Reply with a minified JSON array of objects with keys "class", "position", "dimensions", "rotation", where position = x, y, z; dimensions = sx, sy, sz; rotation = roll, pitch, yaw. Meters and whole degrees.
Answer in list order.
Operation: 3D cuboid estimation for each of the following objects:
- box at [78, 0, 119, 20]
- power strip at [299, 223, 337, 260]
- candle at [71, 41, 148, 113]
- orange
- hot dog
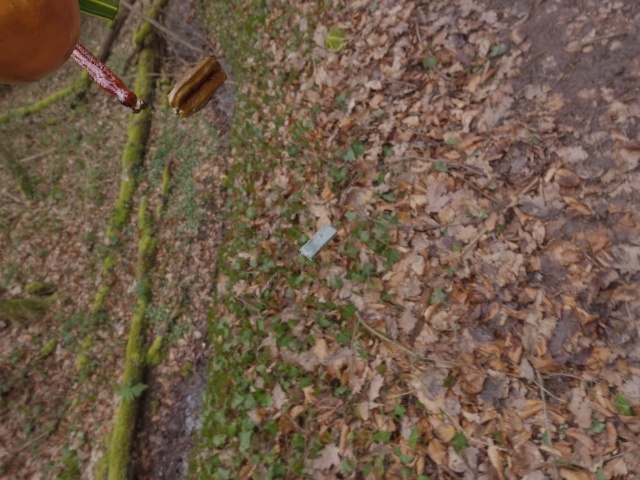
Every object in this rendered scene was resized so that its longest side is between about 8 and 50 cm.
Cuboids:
[{"class":"box","position":[-0.680,-0.658,1.043],"dimensions":[0.097,0.345,0.134],"rotation":[-21,74,45]},{"class":"power strip","position":[0.000,0.000,1.239],"dimensions":[0.051,0.019,0.136],"rotation":[31,67,31]},{"class":"candle","position":[-0.577,-0.441,1.096],"dimensions":[0.329,0.051,0.048],"rotation":[42,108,2]},{"class":"orange","position":[-0.507,-0.363,0.632],"dimensions":[0.284,0.284,0.226],"rotation":[38,106,42]},{"class":"hot dog","position":[-0.396,-0.500,1.410],"dimensions":[0.072,0.115,0.269],"rotation":[-3,43,40]}]
